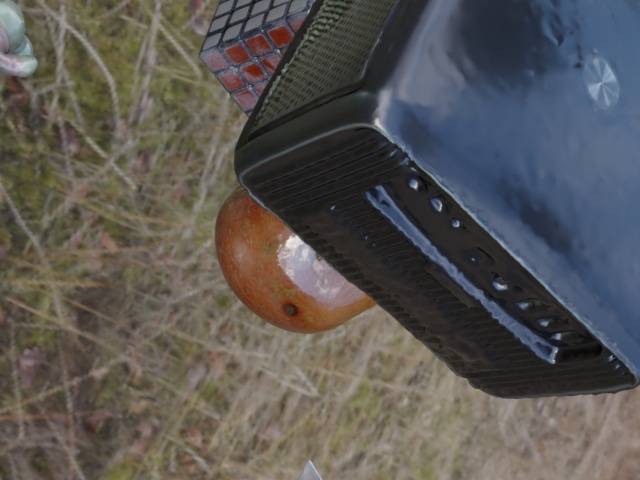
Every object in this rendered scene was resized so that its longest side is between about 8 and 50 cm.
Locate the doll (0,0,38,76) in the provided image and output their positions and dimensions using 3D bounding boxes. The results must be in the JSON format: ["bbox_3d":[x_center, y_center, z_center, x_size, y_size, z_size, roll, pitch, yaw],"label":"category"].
[{"bbox_3d":[-0.394,-0.187,1.082,0.113,0.155,0.275,-56,-172,36],"label":"doll"}]

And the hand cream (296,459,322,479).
[{"bbox_3d":[-0.024,0.340,1.293,0.038,0.052,0.216,-57,175,-34],"label":"hand cream"}]

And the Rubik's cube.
[{"bbox_3d":[-0.033,-0.344,1.781,0.237,0.238,0.237,52,35,-37],"label":"Rubik's cube"}]

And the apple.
[{"bbox_3d":[0.000,0.000,1.282,0.253,0.254,0.253,-48,149,-41],"label":"apple"}]

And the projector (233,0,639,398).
[{"bbox_3d":[0.172,-0.111,0.981,0.395,0.242,0.405,41,58,-24],"label":"projector"}]
